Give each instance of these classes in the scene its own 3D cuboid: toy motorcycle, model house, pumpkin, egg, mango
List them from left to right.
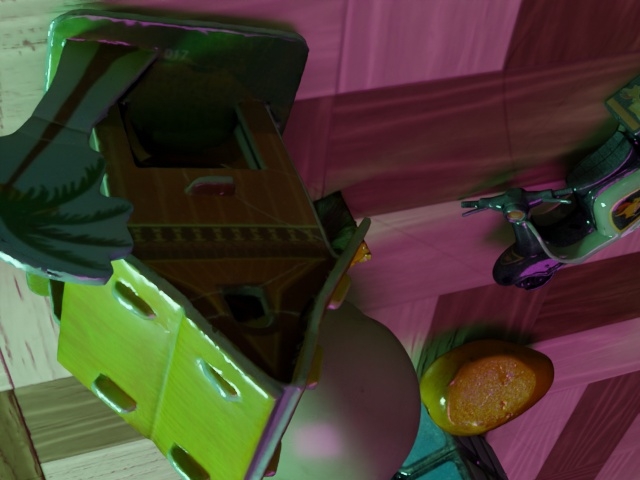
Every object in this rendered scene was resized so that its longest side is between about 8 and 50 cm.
[{"bbox_3d":[-0.150,0.045,0.592,0.340,0.324,0.300,-1,135,-26],"label":"model house"},{"bbox_3d":[-0.010,0.165,0.880,0.219,0.219,0.269,-35,136,14],"label":"egg"},{"bbox_3d":[0.000,0.000,0.814,0.083,0.074,0.054,-31,145,5],"label":"pumpkin"},{"bbox_3d":[0.228,0.192,1.128,0.217,0.102,0.141,-5,112,-27],"label":"mango"},{"bbox_3d":[0.282,-0.046,0.894,0.263,0.091,0.157,-38,131,14],"label":"toy motorcycle"}]

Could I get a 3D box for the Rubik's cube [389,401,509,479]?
[{"bbox_3d":[0.148,0.452,1.223,0.301,0.305,0.304,-34,142,10],"label":"Rubik's cube"}]
